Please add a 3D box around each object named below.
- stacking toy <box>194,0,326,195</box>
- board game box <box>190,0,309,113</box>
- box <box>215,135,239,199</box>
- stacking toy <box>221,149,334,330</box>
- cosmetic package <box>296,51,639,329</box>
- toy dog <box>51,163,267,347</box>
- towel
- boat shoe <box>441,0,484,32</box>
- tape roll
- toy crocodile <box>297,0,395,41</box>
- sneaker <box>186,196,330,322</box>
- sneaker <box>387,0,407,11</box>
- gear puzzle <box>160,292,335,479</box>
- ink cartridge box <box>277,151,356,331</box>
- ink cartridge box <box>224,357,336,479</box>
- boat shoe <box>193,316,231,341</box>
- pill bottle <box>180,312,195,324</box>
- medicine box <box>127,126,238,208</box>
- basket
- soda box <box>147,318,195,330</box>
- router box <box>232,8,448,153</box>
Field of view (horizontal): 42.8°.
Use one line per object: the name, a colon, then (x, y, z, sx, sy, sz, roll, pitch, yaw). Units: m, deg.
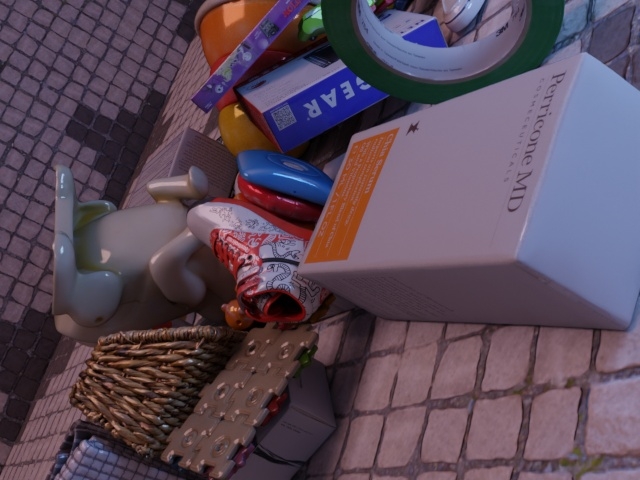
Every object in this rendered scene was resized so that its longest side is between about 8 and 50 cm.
stacking toy: (-0.109, -0.275, 1.772, 0.351, 0.351, 0.479, -19, 66, 59)
board game box: (-0.103, -0.390, 1.536, 0.347, 0.056, 0.208, -45, 8, 12)
box: (-0.289, -0.104, 2.109, 0.395, 0.097, 0.318, -24, 46, 55)
stacking toy: (-0.092, 0.014, 1.349, 0.165, 0.175, 0.301, -113, 41, -69)
cosmetic package: (0.168, -0.033, 0.965, 0.453, 0.162, 0.230, -9, 56, 62)
toy dog: (-0.270, 0.064, 1.479, 0.284, 0.408, 0.395, -115, 30, -56)
towel: (-0.318, 0.430, 1.297, 0.235, 0.284, 0.121, -60, 27, 5)
boat shoe: (0.237, -0.475, 1.423, 0.096, 0.088, 0.267, -31, 37, 50)
tape roll: (0.163, -0.326, 1.104, 0.321, 0.321, 0.077, -37, 33, 45)
toy crocodile: (0.101, -0.467, 1.519, 0.341, 0.105, 0.115, -36, 5, -14)
sneaker: (-0.107, 0.029, 1.187, 0.090, 0.270, 0.145, 91, -156, -44)
sneaker: (0.161, -0.513, 1.684, 0.188, 0.067, 0.078, -47, 5, 35)
gear puzzle: (-0.081, 0.192, 1.156, 0.176, 0.044, 0.339, -5, 42, 50)
ink cartridge box: (0.000, 0.000, 1.411, 0.261, 0.066, 0.296, -27, 40, 53)
ink cartridge box: (-0.076, 0.279, 1.216, 0.208, 0.087, 0.153, -51, 24, 21)
boat shoe: (-0.232, 0.247, 1.620, 0.227, 0.079, 0.081, -62, 31, 11)
pill bottle: (-0.421, 0.163, 1.902, 0.131, 0.229, 0.131, -46, 27, 33)
medicine box: (-0.337, -0.069, 1.873, 0.263, 0.149, 0.289, -24, 46, 54)
basket: (-0.237, 0.200, 1.337, 0.223, 0.214, 0.299, -62, -21, 1)
soda box: (-0.360, 0.180, 1.678, 0.091, 0.286, 0.098, -61, 23, -1)
router box: (0.027, -0.301, 1.478, 0.336, 0.082, 0.301, -30, 23, -5)
